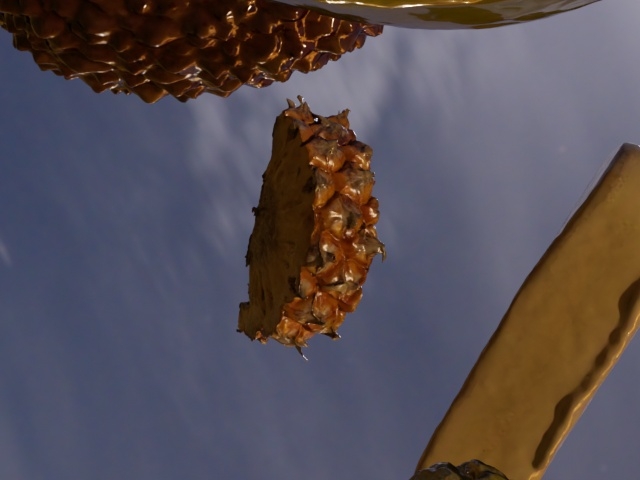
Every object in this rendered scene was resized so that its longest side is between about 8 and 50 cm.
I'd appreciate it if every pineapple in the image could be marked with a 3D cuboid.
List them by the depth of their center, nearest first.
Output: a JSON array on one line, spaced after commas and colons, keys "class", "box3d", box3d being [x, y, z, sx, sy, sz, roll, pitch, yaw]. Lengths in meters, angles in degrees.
[{"class": "pineapple", "box3d": [-0.001, 0.000, 1.570, 0.135, 0.079, 0.233, 34, -65, 58]}]

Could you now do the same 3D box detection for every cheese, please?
[{"class": "cheese", "box3d": [0.230, 0.056, 1.581, 0.104, 0.384, 0.384, 32, -26, 7]}]

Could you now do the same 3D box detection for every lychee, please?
[{"class": "lychee", "box3d": [-0.057, -0.186, 0.984, 0.271, 0.271, 0.271, 49, -24, 31]}]

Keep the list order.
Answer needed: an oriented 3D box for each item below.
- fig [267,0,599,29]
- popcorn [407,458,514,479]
[{"class": "fig", "box3d": [0.004, -0.198, 0.656, 0.258, 0.326, 0.258, -5, 90, -89]}, {"class": "popcorn", "box3d": [0.110, 0.225, 1.368, 0.120, 0.106, 0.116, 22, -41, 8]}]
